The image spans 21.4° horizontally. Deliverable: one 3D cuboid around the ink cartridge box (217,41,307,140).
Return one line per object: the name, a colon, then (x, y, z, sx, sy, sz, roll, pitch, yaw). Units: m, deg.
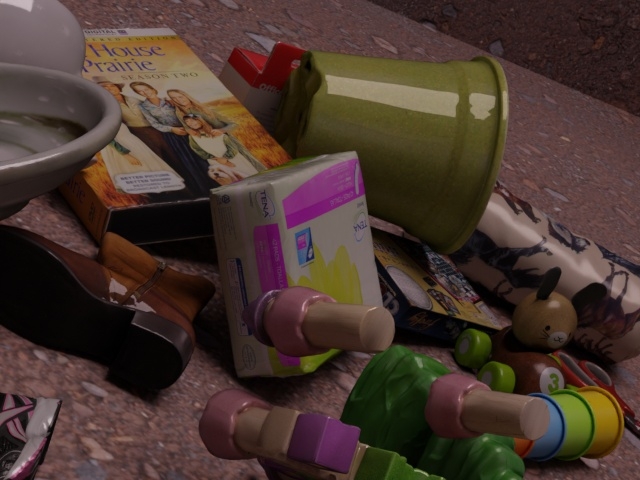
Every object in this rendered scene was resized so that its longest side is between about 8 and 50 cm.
ink cartridge box: (-0.084, -0.181, 2.358, 0.134, 0.231, 0.078, 12, 26, -43)

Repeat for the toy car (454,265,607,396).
toy car: (0.298, 0.125, 2.232, 0.155, 0.188, 0.149, 19, 22, -31)

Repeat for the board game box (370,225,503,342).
board game box: (0.134, 0.062, 2.290, 0.243, 0.042, 0.165, 18, 31, -52)

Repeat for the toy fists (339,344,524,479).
toy fists: (0.120, 0.216, 1.777, 0.096, 0.142, 0.279, 17, 18, -34)

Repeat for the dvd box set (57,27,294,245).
dvd box set: (-0.233, -0.146, 2.186, 0.307, 0.062, 0.420, -6, 38, -34)

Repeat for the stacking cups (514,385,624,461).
stacking cups: (0.252, 0.223, 2.062, 0.316, 0.096, 0.096, 7, 30, -50)

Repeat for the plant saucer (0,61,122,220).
plant saucer: (-0.403, -0.087, 1.730, 0.400, 0.101, 0.400, 1, 21, 0)

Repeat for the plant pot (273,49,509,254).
plant pot: (0.078, -0.140, 2.262, 0.254, 0.276, 0.276, 12, 24, -16)

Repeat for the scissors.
scissors: (0.428, 0.252, 2.377, 0.109, 0.021, 0.297, 17, 24, -41)

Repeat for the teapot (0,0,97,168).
teapot: (-0.413, -0.197, 1.997, 0.256, 0.187, 0.252, 2, -24, 36)

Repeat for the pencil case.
pencil case: (0.324, 0.025, 2.560, 0.410, 0.160, 0.183, 31, 28, 0)

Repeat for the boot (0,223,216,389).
boot: (-0.239, 0.030, 1.824, 0.264, 0.096, 0.280, 24, 17, -6)

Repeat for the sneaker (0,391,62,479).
sneaker: (-0.277, 0.181, 1.454, 0.077, 0.072, 0.178, 17, 13, -5)

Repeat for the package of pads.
package of pads: (-0.019, 0.028, 1.965, 0.101, 0.229, 0.296, -6, 8, 21)

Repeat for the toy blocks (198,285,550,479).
toy blocks: (0.000, 0.226, 1.583, 0.288, 0.309, 0.260, 31, -17, -36)
